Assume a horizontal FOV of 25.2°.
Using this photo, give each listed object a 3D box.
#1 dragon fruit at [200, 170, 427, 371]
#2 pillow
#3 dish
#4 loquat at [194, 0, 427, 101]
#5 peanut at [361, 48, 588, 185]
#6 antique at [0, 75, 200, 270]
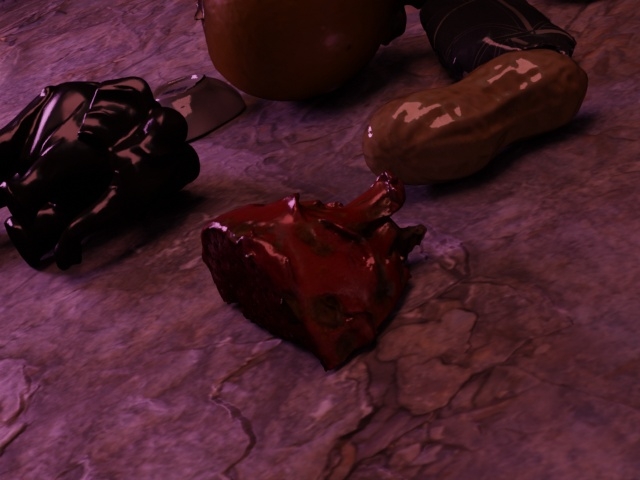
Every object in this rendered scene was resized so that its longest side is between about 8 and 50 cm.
[{"bbox_3d":[0.000,0.000,1.429,0.211,0.134,0.262,-27,23,-23],"label":"dragon fruit"},{"bbox_3d":[0.231,-0.277,1.909,0.161,0.092,0.335,-18,23,-1],"label":"pillow"},{"bbox_3d":[-0.209,-0.207,2.177,0.191,0.066,0.190,-18,22,8],"label":"dish"},{"bbox_3d":[-0.013,-0.361,2.047,0.359,0.328,0.328,0,24,2],"label":"loquat"},{"bbox_3d":[0.179,-0.141,1.618,0.274,0.111,0.125,-25,27,-9],"label":"peanut"},{"bbox_3d":[-0.316,-0.102,1.868,0.255,0.185,0.322,-31,37,-20],"label":"antique"}]
